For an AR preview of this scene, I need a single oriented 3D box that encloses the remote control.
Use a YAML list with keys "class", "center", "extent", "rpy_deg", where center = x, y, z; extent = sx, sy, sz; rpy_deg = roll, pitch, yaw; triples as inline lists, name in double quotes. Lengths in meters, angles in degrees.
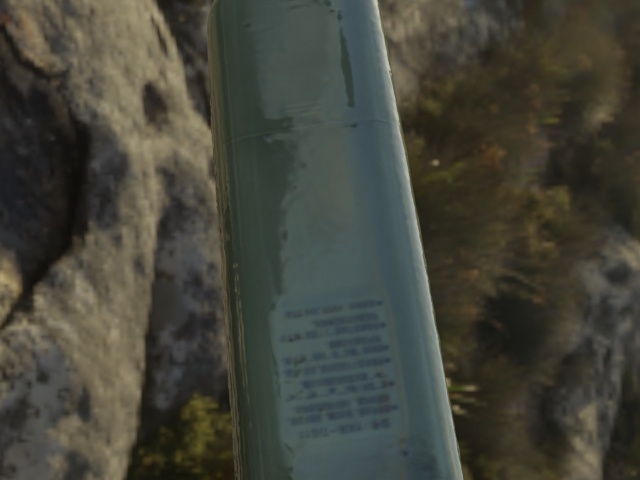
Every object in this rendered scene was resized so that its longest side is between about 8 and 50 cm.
- class: "remote control"
  center: [-0.001, 0.000, 0.547]
  extent: [0.038, 0.090, 0.309]
  rpy_deg: [80, 2, -56]
